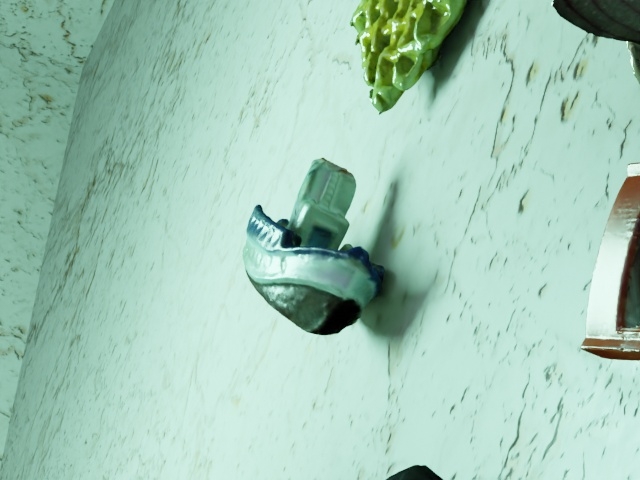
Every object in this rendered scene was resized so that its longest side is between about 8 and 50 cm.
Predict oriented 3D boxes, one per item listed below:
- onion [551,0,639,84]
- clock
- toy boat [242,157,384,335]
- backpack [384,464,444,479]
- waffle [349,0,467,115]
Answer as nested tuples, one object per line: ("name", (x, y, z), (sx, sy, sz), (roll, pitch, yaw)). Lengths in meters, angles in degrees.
("onion", (0.202, -0.246, 0.968), (0.272, 0.256, 0.230), (-30, 56, 36))
("clock", (0.209, 0.013, 0.983), (0.155, 0.061, 0.113), (-5, 68, 70))
("toy boat", (0.000, 0.000, 1.612), (0.115, 0.114, 0.262), (-64, 17, 11))
("backpack", (0.044, 0.232, 1.225), (0.165, 0.106, 0.120), (-41, 30, 21))
("waffle", (0.094, -0.237, 1.662), (0.223, 0.054, 0.204), (-100, 32, -56))
